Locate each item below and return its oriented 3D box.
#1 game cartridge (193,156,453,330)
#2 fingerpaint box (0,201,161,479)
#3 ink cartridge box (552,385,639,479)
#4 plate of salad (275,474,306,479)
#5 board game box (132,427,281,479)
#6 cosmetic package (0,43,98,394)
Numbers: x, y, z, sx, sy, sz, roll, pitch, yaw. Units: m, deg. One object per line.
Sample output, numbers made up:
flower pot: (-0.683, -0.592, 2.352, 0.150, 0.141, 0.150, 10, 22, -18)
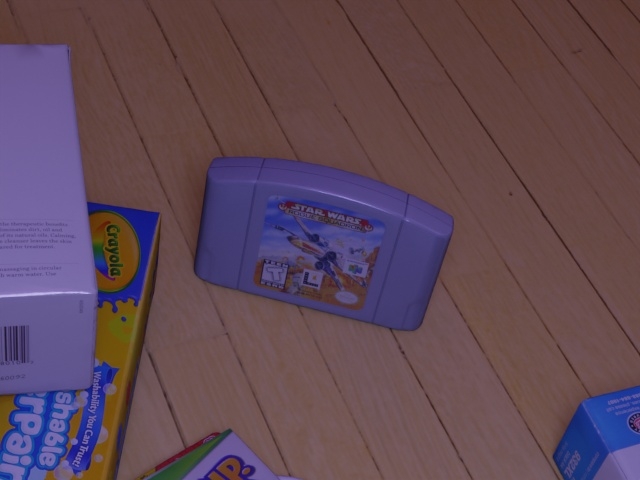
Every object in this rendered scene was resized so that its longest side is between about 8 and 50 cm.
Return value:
game cartridge: (0.000, 0.000, 1.446, 0.297, 0.198, 0.062, 14, 48, 1)
fingerpaint box: (-0.383, 0.148, 1.255, 0.371, 0.163, 0.445, 9, 48, -4)
ink cartridge box: (0.430, 0.308, 1.307, 0.223, 0.129, 0.307, -9, 51, -20)
plate of salad: (-0.046, 0.334, 1.237, 0.199, 0.048, 0.200, 4, 48, -4)
board game box: (-0.079, 0.290, 1.212, 0.124, 0.039, 0.259, -28, 44, -28)
cosmetic package: (-0.337, -0.033, 1.214, 0.197, 0.155, 0.365, -2, 46, -14)
